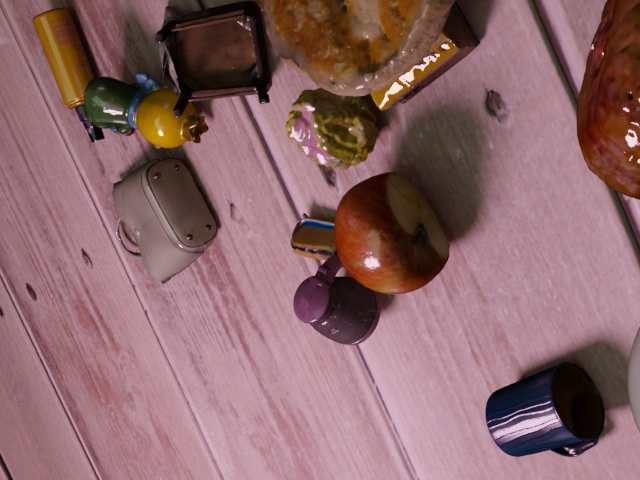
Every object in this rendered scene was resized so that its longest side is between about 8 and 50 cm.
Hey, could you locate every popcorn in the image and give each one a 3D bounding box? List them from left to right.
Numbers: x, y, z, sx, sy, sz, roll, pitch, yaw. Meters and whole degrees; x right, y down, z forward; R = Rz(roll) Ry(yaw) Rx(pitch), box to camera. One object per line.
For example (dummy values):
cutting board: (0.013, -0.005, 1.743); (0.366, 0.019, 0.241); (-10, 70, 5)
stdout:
popcorn: (0.019, -0.177, 1.322); (0.145, 0.126, 0.126); (10, 135, 7)

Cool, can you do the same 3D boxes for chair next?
chair: (-0.184, -0.317, 1.431); (0.186, 0.319, 0.160); (-11, 111, -2)

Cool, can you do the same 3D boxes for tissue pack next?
tissue pack: (0.127, -0.280, 1.205); (0.169, 0.082, 0.120); (-34, 83, 44)

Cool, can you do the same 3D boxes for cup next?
cup: (0.339, 0.272, 1.255); (0.138, 0.113, 0.150); (-34, 84, 46)

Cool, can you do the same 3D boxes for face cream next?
face cream: (-0.506, -0.336, 1.732); (0.078, 0.078, 0.273); (-10, 103, 43)

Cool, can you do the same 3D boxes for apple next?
apple: (0.104, -0.003, 1.275); (0.160, 0.195, 0.173); (-50, 44, 16)

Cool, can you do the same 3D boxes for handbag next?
handbag: (-0.341, -0.038, 1.745); (0.315, 0.109, 0.241); (-26, 91, 58)

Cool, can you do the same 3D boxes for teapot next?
teapot: (0.033, 0.101, 1.412); (0.148, 0.146, 0.116); (-45, 51, 22)

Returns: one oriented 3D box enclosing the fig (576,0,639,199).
fig: (0.465, -0.169, 0.871); (0.368, 0.286, 0.286); (7, 116, 14)

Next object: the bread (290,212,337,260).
bread: (0.000, 0.000, 1.459); (0.106, 0.053, 0.072); (12, 74, 35)

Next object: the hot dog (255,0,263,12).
hot dog: (-0.071, -0.447, 1.291); (0.123, 0.093, 0.262); (7, 113, 34)

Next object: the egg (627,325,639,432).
egg: (0.481, 0.166, 1.020); (0.203, 0.203, 0.283); (16, 124, 35)

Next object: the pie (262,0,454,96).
pie: (0.054, -0.366, 1.149); (0.339, 0.077, 0.339); (0, 90, 37)

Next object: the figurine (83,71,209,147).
figurine: (-0.319, -0.232, 1.601); (0.234, 0.185, 0.127); (10, 75, 5)
